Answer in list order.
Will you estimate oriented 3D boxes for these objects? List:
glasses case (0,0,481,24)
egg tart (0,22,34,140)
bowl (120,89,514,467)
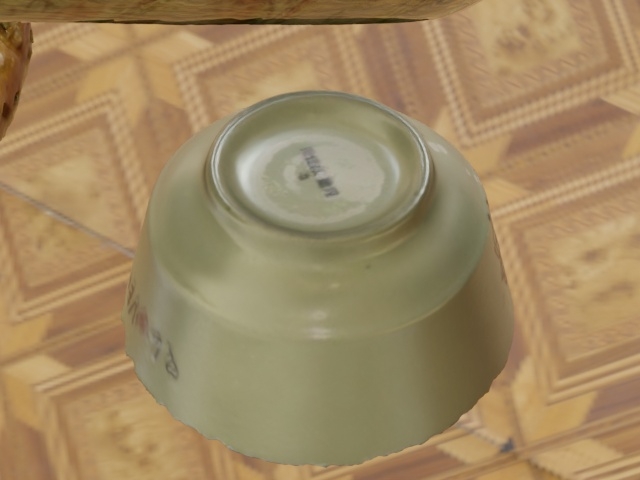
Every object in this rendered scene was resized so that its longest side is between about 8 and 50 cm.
[{"bbox_3d":[-0.041,-0.123,0.380,0.098,0.425,0.156,30,110,27],"label":"glasses case"},{"bbox_3d":[-0.226,-0.147,0.845,0.115,0.290,0.290,-2,87,13],"label":"egg tart"},{"bbox_3d":[0.000,0.000,0.943,0.211,0.211,0.112,22,138,19],"label":"bowl"}]
